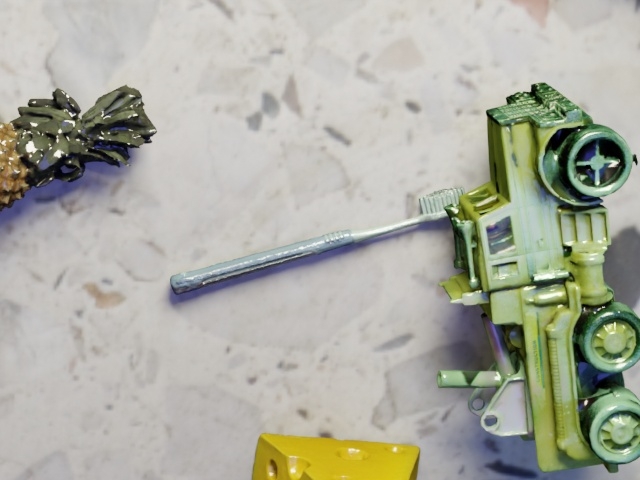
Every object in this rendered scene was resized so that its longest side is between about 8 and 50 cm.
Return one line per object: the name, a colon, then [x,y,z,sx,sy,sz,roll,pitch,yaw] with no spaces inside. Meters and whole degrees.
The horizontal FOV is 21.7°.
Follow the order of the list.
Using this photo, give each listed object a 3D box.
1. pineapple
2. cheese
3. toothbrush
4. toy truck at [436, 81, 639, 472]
pineapple: [-0.189,-0.061,1.109,0.159,0.074,0.074,-17,108,-12]
cheese: [0.022,0.211,1.159,0.126,0.171,0.093,6,105,-10]
toothbrush: [0.000,0.000,1.176,0.219,0.016,0.019,-16,107,-3]
toy truck: [0.145,0.029,1.148,0.135,0.128,0.259,-5,106,-5]
